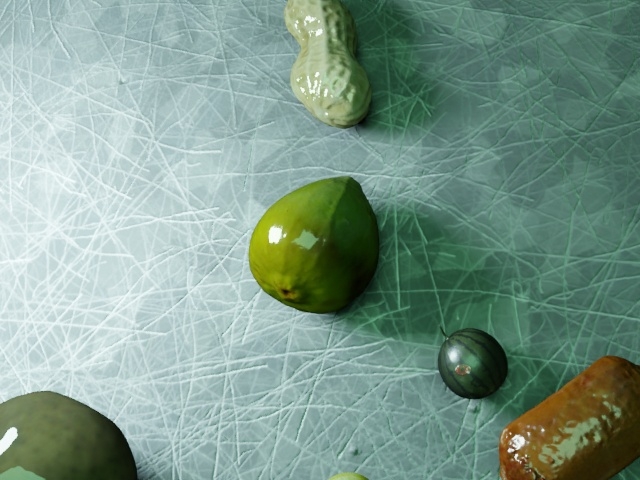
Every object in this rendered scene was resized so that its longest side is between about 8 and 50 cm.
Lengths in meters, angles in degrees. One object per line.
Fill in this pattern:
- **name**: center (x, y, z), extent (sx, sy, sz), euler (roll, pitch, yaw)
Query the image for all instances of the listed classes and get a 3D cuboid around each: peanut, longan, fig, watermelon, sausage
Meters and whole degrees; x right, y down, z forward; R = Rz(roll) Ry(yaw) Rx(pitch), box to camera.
- **peanut**: center (0.006, -0.328, 1.607), extent (0.136, 0.120, 0.298), euler (-12, 67, 2)
- **longan**: center (-0.443, 0.376, 1.376), extent (0.350, 0.288, 0.288), euler (-14, 70, 12)
- **fig**: center (0.005, 0.009, 1.461), extent (0.230, 0.207, 0.207), euler (-31, 64, -37)
- **watermelon**: center (0.224, 0.179, 1.396), extent (0.105, 0.105, 0.133), euler (-40, 86, -4)
- **sausage**: center (0.377, 0.279, 1.311), extent (0.268, 0.153, 0.141), euler (-36, 69, -3)

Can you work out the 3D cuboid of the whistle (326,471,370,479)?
- **whistle**: center (0.073, 0.422, 1.360), extent (0.223, 0.123, 0.122), euler (28, 78, -2)
